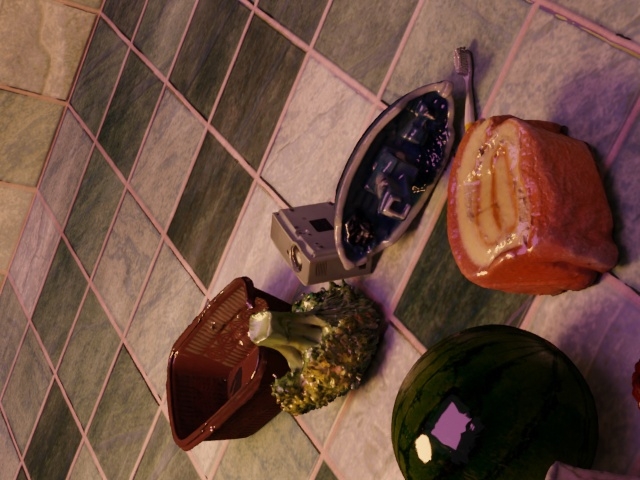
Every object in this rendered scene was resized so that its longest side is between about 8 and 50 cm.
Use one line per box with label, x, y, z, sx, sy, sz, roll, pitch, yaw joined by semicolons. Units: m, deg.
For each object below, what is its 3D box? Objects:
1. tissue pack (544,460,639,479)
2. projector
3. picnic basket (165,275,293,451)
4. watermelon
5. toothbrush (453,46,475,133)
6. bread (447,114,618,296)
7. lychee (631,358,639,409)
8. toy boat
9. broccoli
tissue pack;0.244;0.452;1.118;0.288;0.124;0.394;-62;-20;-76
projector;0.000;0.000;1.780;0.147;0.115;0.061;-128;35;-49
picnic basket;-0.134;0.211;1.910;0.297;0.129;0.222;-46;44;37
watermelon;0.197;0.217;1.326;0.242;0.242;0.242;-23;62;51
toothbrush;0.210;-0.143;1.610;0.021;0.024;0.288;-28;58;47
bread;0.253;-0.051;1.434;0.190;0.123;0.244;-37;50;46
lychee;0.381;0.150;1.187;0.123;0.123;0.129;-27;76;49
toy boat;0.107;-0.093;1.649;0.309;0.129;0.142;-61;22;13
broccoli;-0.026;0.150;1.717;0.194;0.194;0.219;11;83;56
